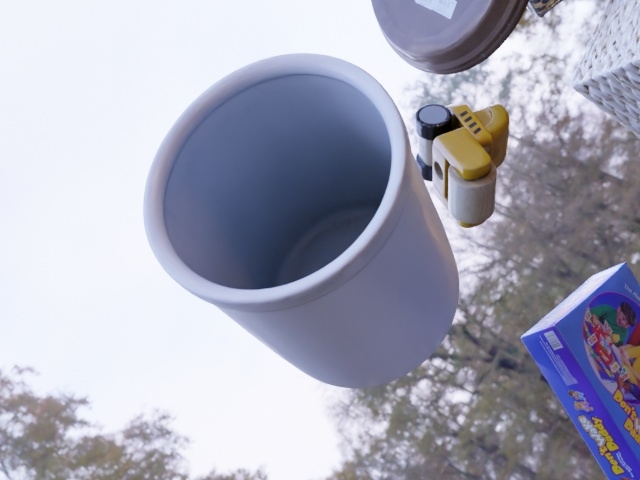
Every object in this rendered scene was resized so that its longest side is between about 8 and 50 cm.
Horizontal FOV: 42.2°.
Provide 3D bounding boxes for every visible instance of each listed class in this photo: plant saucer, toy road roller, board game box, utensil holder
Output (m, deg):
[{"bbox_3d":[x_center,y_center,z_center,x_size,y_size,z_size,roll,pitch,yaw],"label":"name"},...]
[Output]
[{"bbox_3d":[0.155,-0.353,1.057,0.041,0.278,0.278,-6,-59,-40],"label":"plant saucer"},{"bbox_3d":[0.392,-0.217,2.100,0.240,0.329,0.202,-19,-42,-9],"label":"toy road roller"},{"bbox_3d":[0.503,0.241,1.340,0.233,0.347,0.078,-30,-3,-37],"label":"board game box"},{"bbox_3d":[0.000,0.000,1.104,0.328,0.327,0.385,-56,-30,-12],"label":"utensil holder"}]

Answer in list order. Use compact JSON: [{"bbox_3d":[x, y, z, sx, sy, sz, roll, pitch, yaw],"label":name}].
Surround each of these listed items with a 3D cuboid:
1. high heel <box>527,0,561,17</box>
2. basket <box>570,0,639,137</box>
[{"bbox_3d":[0.414,-0.466,1.391,0.186,0.093,0.261,-39,-9,24],"label":"high heel"},{"bbox_3d":[0.657,-0.326,1.367,0.328,0.331,0.266,-63,14,-12],"label":"basket"}]
